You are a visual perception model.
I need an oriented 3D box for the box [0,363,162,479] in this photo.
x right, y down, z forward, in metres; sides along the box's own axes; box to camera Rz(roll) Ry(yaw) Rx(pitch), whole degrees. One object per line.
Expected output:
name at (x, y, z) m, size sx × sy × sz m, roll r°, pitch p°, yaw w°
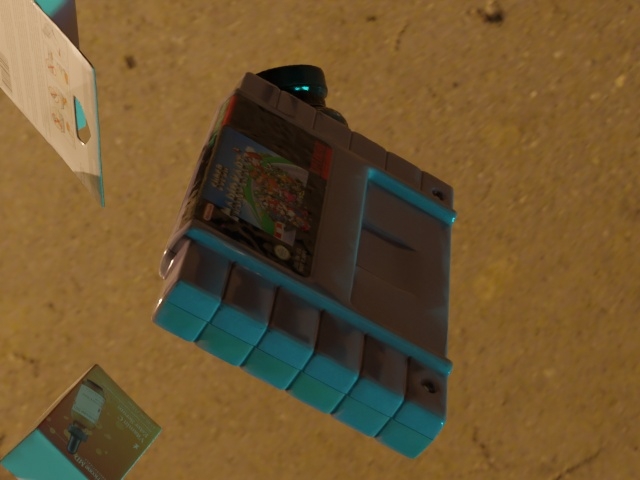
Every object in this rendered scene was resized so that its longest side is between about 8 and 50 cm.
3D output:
box at (-0.310, 0.267, 1.949) m, size 0.130 × 0.170 × 0.091 m, roll 46°, pitch 121°, yaw -5°

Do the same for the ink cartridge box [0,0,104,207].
ink cartridge box at (-0.303, -0.204, 1.729) m, size 0.239 × 0.060 × 0.275 m, roll 47°, pitch 155°, yaw 21°

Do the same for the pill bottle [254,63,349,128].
pill bottle at (-0.022, -0.068, 1.581) m, size 0.123 × 0.123 × 0.219 m, roll -19°, pitch 77°, yaw 37°

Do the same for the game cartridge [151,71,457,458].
game cartridge at (0.000, 0.000, 1.185) m, size 0.230 × 0.355 × 0.068 m, roll 32°, pitch 118°, yaw -13°
